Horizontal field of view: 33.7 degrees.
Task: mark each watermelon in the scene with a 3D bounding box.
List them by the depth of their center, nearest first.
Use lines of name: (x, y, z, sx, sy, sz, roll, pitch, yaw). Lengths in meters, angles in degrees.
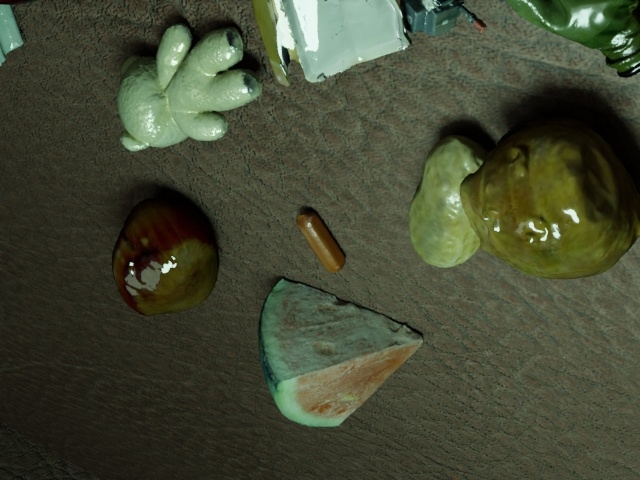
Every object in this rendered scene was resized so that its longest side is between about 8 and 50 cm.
watermelon: (0.019, 0.246, 1.989, 0.292, 0.250, 0.283, 2, 137, 41)

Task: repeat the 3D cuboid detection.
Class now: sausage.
sausage: (0.000, 0.000, 1.896, 0.039, 0.041, 0.131, -1, 131, 46)

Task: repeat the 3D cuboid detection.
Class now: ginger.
ginger: (0.328, -0.037, 1.449, 0.200, 0.223, 0.269, -10, 122, 40)

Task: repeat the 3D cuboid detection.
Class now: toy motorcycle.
toy motorcycle: (0.151, -0.351, 1.336, 0.150, 0.102, 0.221, 49, 153, 31)

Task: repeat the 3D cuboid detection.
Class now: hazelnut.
hazelnut: (-0.305, 0.024, 2.051, 0.229, 0.229, 0.229, 22, 142, 18)

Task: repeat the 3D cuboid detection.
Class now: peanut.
peanut: (0.202, -0.061, 1.601, 0.129, 0.129, 0.224, 26, 134, 13)

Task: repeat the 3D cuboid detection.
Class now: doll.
doll: (-0.209, -0.249, 1.741, 0.278, 0.175, 0.149, -14, 160, 37)

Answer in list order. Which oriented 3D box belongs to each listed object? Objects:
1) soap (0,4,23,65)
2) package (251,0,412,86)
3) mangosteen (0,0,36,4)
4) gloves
soap: (-0.636, -0.448, 1.868, 0.150, 0.094, 0.261, 13, 138, 20)
package: (-0.038, -0.369, 1.359, 0.221, 0.165, 0.311, 42, 159, 49)
mangosteen: (-0.446, -0.485, 1.483, 0.330, 0.330, 0.330, 22, 142, 18)
gloves: (0.303, -0.299, 1.266, 0.268, 0.107, 0.135, 31, 143, -24)
